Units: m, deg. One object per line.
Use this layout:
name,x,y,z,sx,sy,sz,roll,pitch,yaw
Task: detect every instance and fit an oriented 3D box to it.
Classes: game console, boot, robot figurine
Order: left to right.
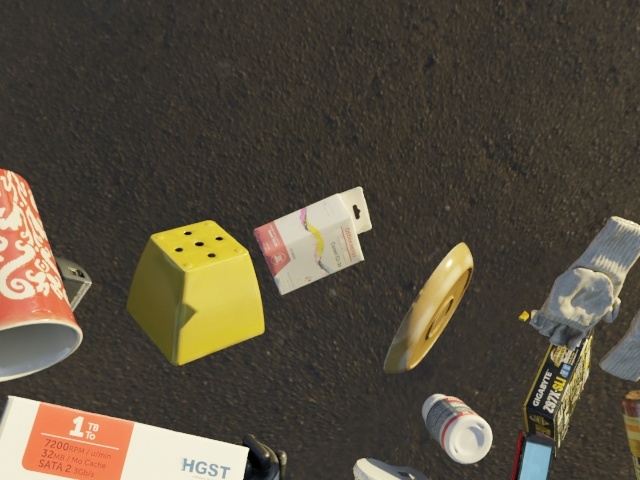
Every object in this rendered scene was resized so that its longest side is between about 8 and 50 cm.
robot figurine,-0.197,0.646,1.828,0.209,0.278,0.174,3,33,-2
boot,0.139,0.557,1.505,0.095,0.258,0.123,33,94,47
game console,0.461,0.494,1.496,0.085,0.124,0.144,11,79,15

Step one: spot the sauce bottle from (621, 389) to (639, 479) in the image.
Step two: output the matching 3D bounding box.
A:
sauce bottle,0.230,0.162,0.451,0.042,0.042,0.128,-11,84,4

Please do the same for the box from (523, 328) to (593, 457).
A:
box,0.582,0.359,1.680,0.079,0.322,0.257,18,67,28

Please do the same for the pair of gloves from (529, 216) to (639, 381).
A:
pair of gloves,0.430,0.094,0.970,0.240,0.042,0.204,28,110,-20

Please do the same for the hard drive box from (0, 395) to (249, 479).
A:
hard drive box,-0.168,0.248,0.485,0.181,0.089,0.232,17,63,-18

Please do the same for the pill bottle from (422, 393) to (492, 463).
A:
pill bottle,0.294,0.410,1.537,0.107,0.180,0.108,-2,98,-13

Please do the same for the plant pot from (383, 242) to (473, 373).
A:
plant pot,0.176,0.113,1.073,0.032,0.236,0.236,31,80,20

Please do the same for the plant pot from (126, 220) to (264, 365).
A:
plant pot,-0.245,0.085,1.371,0.212,0.187,0.212,-17,40,-36

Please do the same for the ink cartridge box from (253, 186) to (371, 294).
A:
ink cartridge box,0.000,0.000,1.175,0.198,0.115,0.067,-24,47,-4

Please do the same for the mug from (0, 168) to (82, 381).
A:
mug,-0.302,0.038,0.638,0.113,0.150,0.169,-8,62,-35

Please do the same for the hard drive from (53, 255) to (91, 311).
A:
hard drive,-0.496,0.107,1.231,0.054,0.254,0.172,37,78,-29

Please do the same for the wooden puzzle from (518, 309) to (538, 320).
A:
wooden puzzle,0.554,0.196,1.709,0.116,0.078,0.014,11,112,22
